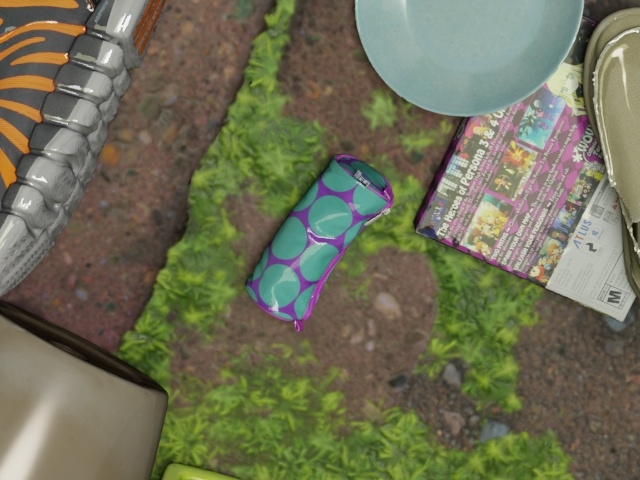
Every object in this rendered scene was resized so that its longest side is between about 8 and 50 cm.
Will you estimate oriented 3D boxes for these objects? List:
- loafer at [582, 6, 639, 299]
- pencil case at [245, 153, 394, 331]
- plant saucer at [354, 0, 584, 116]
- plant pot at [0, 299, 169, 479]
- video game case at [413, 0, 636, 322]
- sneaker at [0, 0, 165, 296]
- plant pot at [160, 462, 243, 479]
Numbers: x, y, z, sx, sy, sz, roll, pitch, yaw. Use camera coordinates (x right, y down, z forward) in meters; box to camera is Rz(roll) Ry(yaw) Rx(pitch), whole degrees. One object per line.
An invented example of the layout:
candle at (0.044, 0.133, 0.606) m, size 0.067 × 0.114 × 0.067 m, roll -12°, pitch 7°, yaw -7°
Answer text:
loafer at (0.287, -0.060, 1.051) m, size 0.102 × 0.092 × 0.269 m, roll -16°, pitch 105°, yaw 2°
pencil case at (0.000, 0.000, 1.119) m, size 0.070 × 0.064 × 0.152 m, roll 39°, pitch 103°, yaw 15°
plant saucer at (0.126, -0.200, 1.061) m, size 0.195 × 0.037 × 0.195 m, roll 2°, pitch 95°, yaw 21°
plant pot at (-0.277, 0.209, 1.070) m, size 0.323 × 0.323 × 0.280 m, roll 28°, pitch 86°, yaw -8°
video game case at (0.223, -0.072, 1.116) m, size 0.210 × 0.042 × 0.232 m, roll 23°, pitch 103°, yaw -7°
sneaker at (-0.265, -0.118, 1.038) m, size 0.180 × 0.124 × 0.321 m, roll 23°, pitch 75°, yaw 1°
plant pot at (-0.072, 0.367, 1.140) m, size 0.228 × 0.227 × 0.207 m, roll 17°, pitch 111°, yaw -7°
